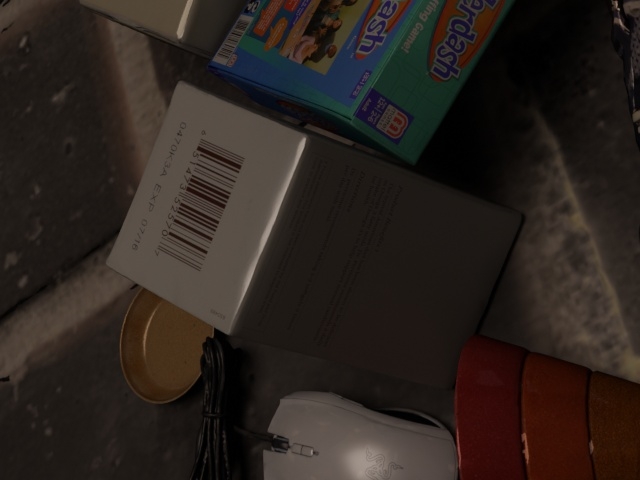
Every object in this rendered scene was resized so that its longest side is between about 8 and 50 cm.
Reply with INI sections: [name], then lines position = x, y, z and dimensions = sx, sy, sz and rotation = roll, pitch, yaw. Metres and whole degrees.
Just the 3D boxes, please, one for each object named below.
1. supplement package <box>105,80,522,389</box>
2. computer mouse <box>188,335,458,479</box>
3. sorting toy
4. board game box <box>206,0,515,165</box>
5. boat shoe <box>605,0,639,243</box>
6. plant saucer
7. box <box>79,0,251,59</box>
[supplement package]
position = 0.000, 0.000, 0.882
dimensions = 0.105, 0.179, 0.105
rotation = 25, 94, 43
[computer mouse]
position = -0.008, 0.114, 0.951
dimensions = 0.193, 0.042, 0.106
rotation = 4, 80, 42
[sorting toy]
position = 0.132, 0.201, 0.742
dimensions = 0.126, 0.127, 0.366
rotation = -9, 55, 16
[board game box]
position = 0.031, -0.135, 0.920
dimensions = 0.160, 0.047, 0.210
rotation = -58, 26, -1
[boat shoe]
position = 0.275, -0.072, 0.713
dimensions = 0.340, 0.127, 0.158
rotation = -10, 78, 48
[plant saucer]
position = -0.091, 0.061, 1.059
dimensions = 0.083, 0.015, 0.083
rotation = -13, 70, 39
[box]
position = -0.038, -0.246, 1.046
dimensions = 0.113, 0.094, 0.275
rotation = 27, 97, 43
